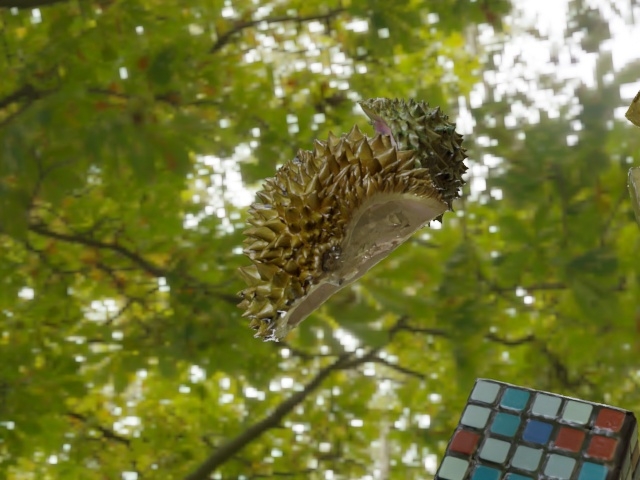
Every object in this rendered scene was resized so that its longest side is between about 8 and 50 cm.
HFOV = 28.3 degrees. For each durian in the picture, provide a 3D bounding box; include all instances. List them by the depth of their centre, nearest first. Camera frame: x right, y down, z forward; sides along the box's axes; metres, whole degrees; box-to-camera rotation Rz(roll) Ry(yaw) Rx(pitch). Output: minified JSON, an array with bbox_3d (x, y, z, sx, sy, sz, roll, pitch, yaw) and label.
[{"bbox_3d":[-0.003,-0.011,1.176,0.138,0.183,0.249,53,-141,-4],"label":"durian"},{"bbox_3d":[0.131,-0.104,1.593,0.108,0.119,0.187,-99,-10,-83],"label":"durian"}]

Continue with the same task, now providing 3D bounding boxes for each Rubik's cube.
[{"bbox_3d":[0.231,0.283,1.352,0.182,0.187,0.184,-60,-33,-36],"label":"Rubik's cube"}]

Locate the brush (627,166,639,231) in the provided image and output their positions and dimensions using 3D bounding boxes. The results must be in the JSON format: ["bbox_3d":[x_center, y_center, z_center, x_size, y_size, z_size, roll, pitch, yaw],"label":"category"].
[{"bbox_3d":[0.465,0.005,1.622,0.047,0.103,0.233,82,-176,-54],"label":"brush"}]

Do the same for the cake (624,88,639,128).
[{"bbox_3d":[0.497,-0.176,1.435,0.286,0.222,0.227,-27,-30,-46],"label":"cake"}]
